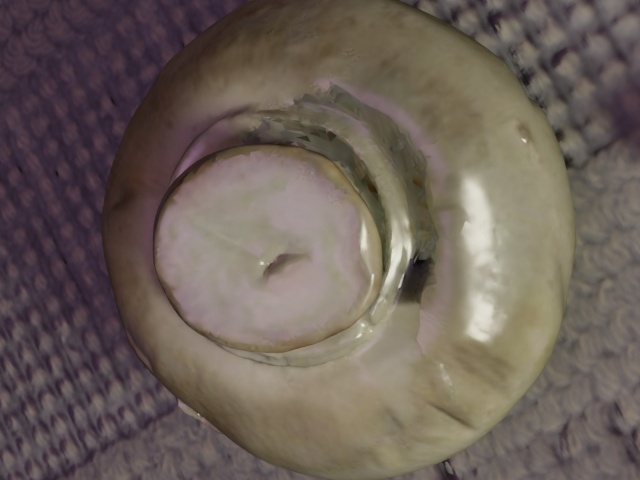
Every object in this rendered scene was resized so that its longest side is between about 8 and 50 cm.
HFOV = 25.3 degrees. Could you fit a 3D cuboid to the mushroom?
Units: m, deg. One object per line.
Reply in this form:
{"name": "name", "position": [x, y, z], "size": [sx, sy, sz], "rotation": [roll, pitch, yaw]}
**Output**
{"name": "mushroom", "position": [0.022, -0.012, 0.883], "size": [0.356, 0.315, 0.315], "rotation": [-26, 81, 63]}
